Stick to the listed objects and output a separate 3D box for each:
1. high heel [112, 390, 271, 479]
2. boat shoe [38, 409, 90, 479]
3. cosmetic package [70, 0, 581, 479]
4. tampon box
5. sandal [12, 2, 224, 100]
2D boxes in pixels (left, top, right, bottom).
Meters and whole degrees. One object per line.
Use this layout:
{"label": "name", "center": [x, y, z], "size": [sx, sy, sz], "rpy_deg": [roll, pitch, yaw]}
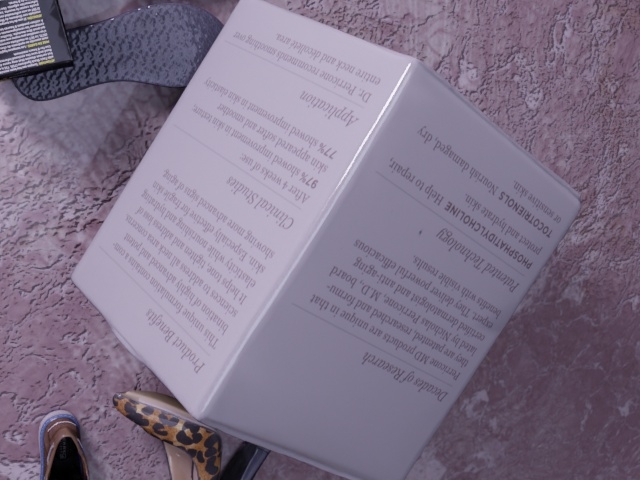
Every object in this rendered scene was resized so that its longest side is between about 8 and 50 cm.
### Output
{"label": "high heel", "center": [-0.197, 0.306, 1.301], "size": [0.261, 0.093, 0.186], "rpy_deg": [34, 85, -37]}
{"label": "boat shoe", "center": [-0.321, 0.308, 1.267], "size": [0.066, 0.066, 0.183], "rpy_deg": [-12, 110, -19]}
{"label": "cosmetic package", "center": [0.000, 0.000, 1.129], "size": [0.327, 0.329, 0.393], "rpy_deg": [30, 94, -42]}
{"label": "tampon box", "center": [-0.324, -0.249, 1.042], "size": [0.101, 0.120, 0.161], "rpy_deg": [-15, 100, -10]}
{"label": "sandal", "center": [-0.225, -0.218, 1.159], "size": [0.254, 0.054, 0.097], "rpy_deg": [-7, 102, -11]}
